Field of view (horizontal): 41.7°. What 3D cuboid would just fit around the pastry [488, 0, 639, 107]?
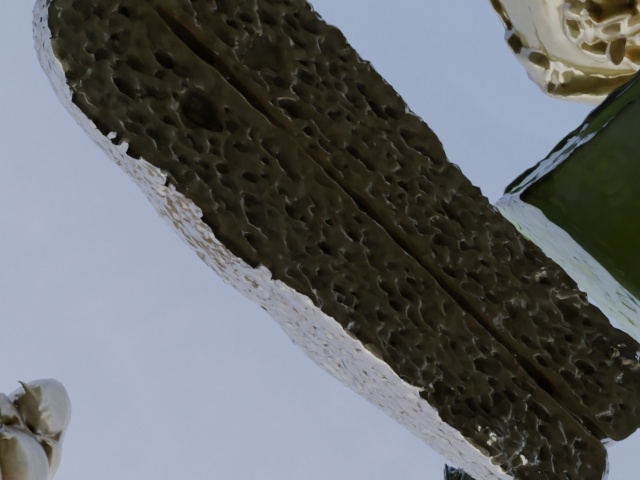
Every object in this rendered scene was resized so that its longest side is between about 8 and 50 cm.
[{"bbox_3d":[0.290,-0.303,0.681,0.409,0.245,0.410,-3,-82,-22],"label":"pastry"}]

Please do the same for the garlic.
[{"bbox_3d":[-0.392,0.250,0.932,0.203,0.281,0.185,-41,-119,32],"label":"garlic"}]

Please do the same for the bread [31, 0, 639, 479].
[{"bbox_3d":[0.004,-0.004,0.420,0.337,0.183,0.102,44,-101,-11],"label":"bread"}]

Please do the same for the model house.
[{"bbox_3d":[0.236,-0.009,0.454,0.194,0.170,0.211,-43,-95,1],"label":"model house"}]

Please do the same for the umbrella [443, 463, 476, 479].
[{"bbox_3d":[0.132,0.293,0.892,0.044,0.044,0.269,29,-133,5],"label":"umbrella"}]
